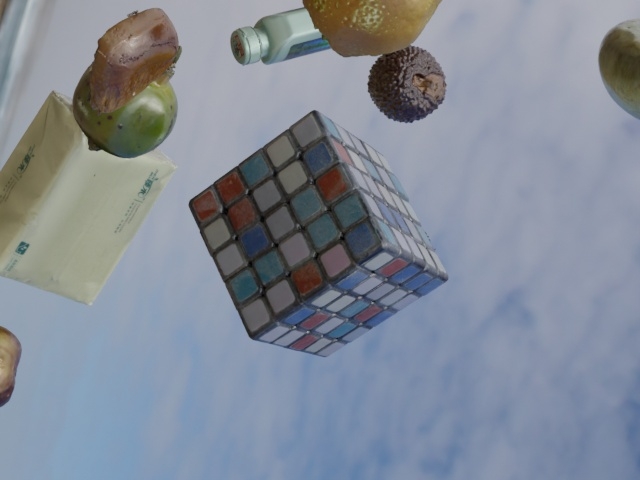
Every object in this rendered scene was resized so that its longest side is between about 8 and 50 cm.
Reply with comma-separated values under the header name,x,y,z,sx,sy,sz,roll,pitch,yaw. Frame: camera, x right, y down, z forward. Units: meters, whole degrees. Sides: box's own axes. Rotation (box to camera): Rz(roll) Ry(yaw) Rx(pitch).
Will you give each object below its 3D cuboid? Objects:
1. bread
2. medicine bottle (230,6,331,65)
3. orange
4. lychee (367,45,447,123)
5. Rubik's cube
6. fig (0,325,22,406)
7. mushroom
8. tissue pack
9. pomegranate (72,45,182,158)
name,x,y,z,sx,sy,sz,roll,pitch,yaw
bread,-0.220,-0.212,1.363,0.129,0.044,0.126,-45,164,-43
medicine bottle,-0.050,-0.374,2.068,0.121,0.228,0.083,-27,-97,64
orange,0.079,-0.353,1.425,0.237,0.179,0.158,-62,-175,-35
lychee,0.192,-0.360,2.628,0.188,0.188,0.188,-163,-90,-74
Rubik's cube,0.000,0.000,1.952,0.287,0.293,0.292,-35,-113,16
fig,-0.637,0.204,2.059,0.143,0.231,0.160,-11,-133,23
mushroom,0.761,-0.375,2.398,0.352,0.352,0.260,-99,-177,-57
tissue pack,-0.528,-0.087,2.404,0.207,0.297,0.380,40,-78,39
pomegranate,-0.347,-0.260,2.060,0.246,0.198,0.198,129,-27,-51
